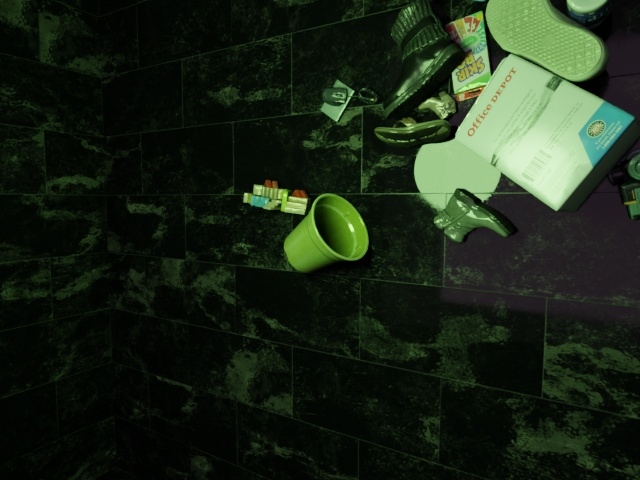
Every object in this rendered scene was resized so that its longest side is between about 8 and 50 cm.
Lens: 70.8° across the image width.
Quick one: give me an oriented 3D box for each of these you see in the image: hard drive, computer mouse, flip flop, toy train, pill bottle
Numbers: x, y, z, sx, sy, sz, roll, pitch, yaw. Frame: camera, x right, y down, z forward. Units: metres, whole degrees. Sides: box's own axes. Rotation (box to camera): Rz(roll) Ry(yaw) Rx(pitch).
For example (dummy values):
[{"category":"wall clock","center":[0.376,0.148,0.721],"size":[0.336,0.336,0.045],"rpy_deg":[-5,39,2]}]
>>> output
[{"category":"hard drive","center":[0.069,-0.549,1.773],"size":[0.094,0.022,0.135],"rpy_deg":[42,114,22]},{"category":"computer mouse","center":[0.105,-0.549,1.713],"size":[0.242,0.041,0.071],"rpy_deg":[11,99,30]},{"category":"flip flop","center":[0.325,-0.394,1.590],"size":[0.276,0.112,0.080],"rpy_deg":[-3,67,34]},{"category":"toy train","center":[0.965,-0.172,1.192],"size":[0.333,0.142,0.190],"rpy_deg":[-13,100,30]},{"category":"pill bottle","center":[0.746,-0.659,1.246],"size":[0.111,0.186,0.112],"rpy_deg":[2,94,31]}]

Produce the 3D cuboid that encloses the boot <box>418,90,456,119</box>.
[{"category":"boot","center":[0.408,-0.456,1.561],"size":[0.118,0.042,0.087],"rpy_deg":[-27,82,31]}]

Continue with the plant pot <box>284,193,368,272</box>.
[{"category":"plant pot","center":[0.000,0.000,1.745],"size":[0.254,0.276,0.276],"rpy_deg":[-34,76,41]}]

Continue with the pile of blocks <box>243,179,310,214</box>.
[{"category":"pile of blocks","center":[-0.198,-0.193,1.896],"size":[0.362,0.149,0.113],"rpy_deg":[12,101,31]}]

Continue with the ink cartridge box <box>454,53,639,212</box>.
[{"category":"ink cartridge box","center":[0.639,-0.310,1.302],"size":[0.395,0.166,0.286],"rpy_deg":[49,122,33]}]

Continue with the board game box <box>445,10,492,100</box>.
[{"category":"board game box","center":[0.496,-0.609,1.499],"size":[0.124,0.039,0.260],"rpy_deg":[-8,93,33]}]

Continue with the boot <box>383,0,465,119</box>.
[{"category":"boot","center":[0.301,-0.619,1.560],"size":[0.348,0.131,0.260],"rpy_deg":[-41,72,29]}]

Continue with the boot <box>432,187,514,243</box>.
[{"category":"boot","center":[0.511,-0.050,1.520],"size":[0.246,0.083,0.161],"rpy_deg":[44,122,27]}]

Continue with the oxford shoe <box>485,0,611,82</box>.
[{"category":"oxford shoe","center":[0.646,-0.593,1.303],"size":[0.169,0.130,0.449],"rpy_deg":[-57,49,34]}]
